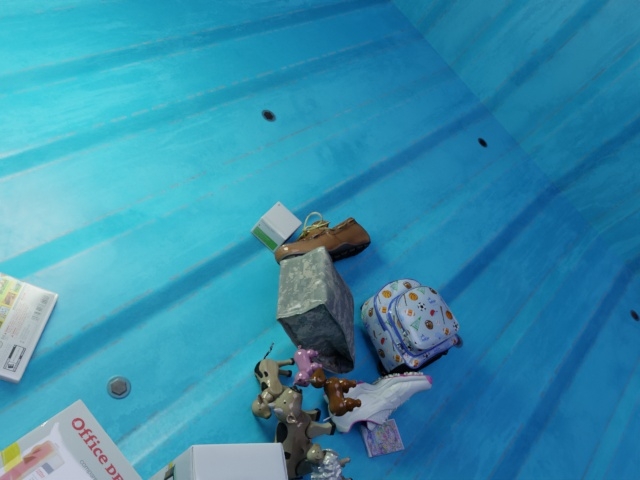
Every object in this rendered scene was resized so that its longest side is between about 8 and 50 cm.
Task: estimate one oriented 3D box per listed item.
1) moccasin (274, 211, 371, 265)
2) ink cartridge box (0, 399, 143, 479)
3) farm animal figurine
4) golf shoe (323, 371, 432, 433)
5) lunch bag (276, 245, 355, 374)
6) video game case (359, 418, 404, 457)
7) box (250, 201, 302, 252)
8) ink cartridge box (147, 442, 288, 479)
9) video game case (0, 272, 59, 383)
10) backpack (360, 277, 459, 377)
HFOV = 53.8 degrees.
[{"bbox_3d":[0.002,-0.002,1.919,0.380,0.139,0.147,-19,73,-42],"label":"moccasin"},{"bbox_3d":[-0.533,0.522,1.151,0.279,0.160,0.385,50,45,6],"label":"ink cartridge box"},{"bbox_3d":[-0.070,0.422,1.517,0.172,0.330,0.326,6,84,-35],"label":"farm animal figurine"},{"bbox_3d":[0.164,0.438,1.712,0.306,0.115,0.140,-9,74,-11],"label":"golf shoe"},{"bbox_3d":[0.005,0.203,1.725,0.235,0.169,0.287,-90,154,-51],"label":"lunch bag"},{"bbox_3d":[0.168,0.542,1.735,0.122,0.011,0.087,1,59,-34],"label":"video game case"},{"bbox_3d":[-0.131,-0.039,1.891,0.101,0.087,0.102,43,45,0],"label":"box"},{"bbox_3d":[-0.217,0.511,1.299,0.201,0.278,0.117,9,55,-30],"label":"ink cartridge box"},{"bbox_3d":[-0.713,0.176,1.373,0.206,0.026,0.227,25,49,-19],"label":"video game case"},{"bbox_3d":[0.258,0.247,1.885,0.276,0.213,0.263,-17,62,-40],"label":"backpack"}]
